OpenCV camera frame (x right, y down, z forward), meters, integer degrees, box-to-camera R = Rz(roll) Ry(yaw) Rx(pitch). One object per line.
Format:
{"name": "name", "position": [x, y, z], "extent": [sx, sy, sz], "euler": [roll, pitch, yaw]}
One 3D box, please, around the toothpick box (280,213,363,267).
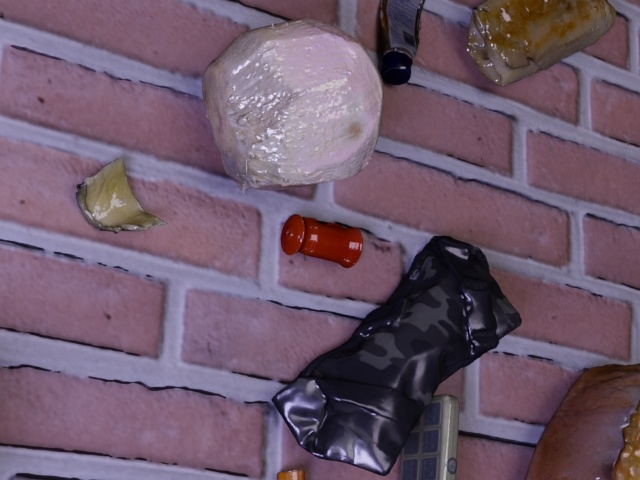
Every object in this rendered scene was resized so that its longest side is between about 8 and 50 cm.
{"name": "toothpick box", "position": [0.000, 0.000, 1.377], "extent": [0.083, 0.047, 0.047], "euler": [13, 71, -32]}

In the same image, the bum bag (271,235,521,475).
{"name": "bum bag", "position": [0.095, 0.122, 1.380], "extent": [0.144, 0.095, 0.340], "euler": [38, 53, 13]}

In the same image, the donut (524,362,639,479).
{"name": "donut", "position": [0.378, 0.301, 1.509], "extent": [0.299, 0.150, 0.317], "euler": [2, 77, -32]}

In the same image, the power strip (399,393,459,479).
{"name": "power strip", "position": [0.116, 0.252, 1.379], "extent": [0.028, 0.076, 0.169], "euler": [17, 68, -34]}

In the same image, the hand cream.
{"name": "hand cream", "position": [0.099, -0.261, 1.522], "extent": [0.062, 0.039, 0.163], "euler": [25, 60, -26]}

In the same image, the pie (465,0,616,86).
{"name": "pie", "position": [0.287, -0.288, 1.637], "extent": [0.282, 0.068, 0.128], "euler": [-31, 98, -37]}

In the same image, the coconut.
{"name": "coconut", "position": [-0.019, -0.142, 1.320], "extent": [0.194, 0.194, 0.194], "euler": [9, 73, -33]}

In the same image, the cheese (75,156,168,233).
{"name": "cheese", "position": [-0.196, -0.031, 1.250], "extent": [0.084, 0.041, 0.060], "euler": [47, 48, 2]}

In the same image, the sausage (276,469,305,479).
{"name": "sausage", "position": [-0.029, 0.288, 1.296], "extent": [0.031, 0.031, 0.107], "euler": [6, 77, -34]}
